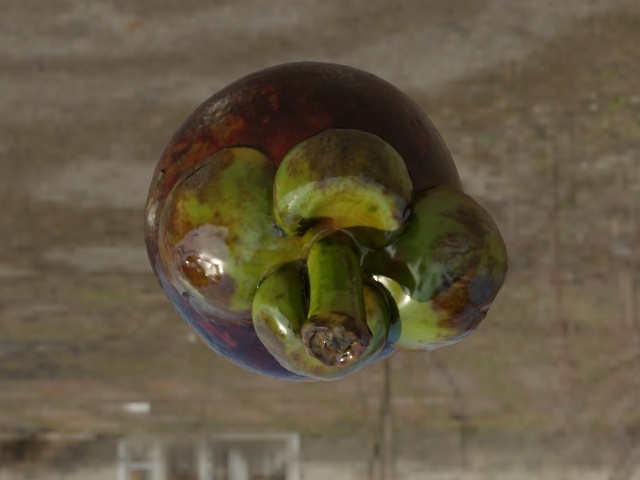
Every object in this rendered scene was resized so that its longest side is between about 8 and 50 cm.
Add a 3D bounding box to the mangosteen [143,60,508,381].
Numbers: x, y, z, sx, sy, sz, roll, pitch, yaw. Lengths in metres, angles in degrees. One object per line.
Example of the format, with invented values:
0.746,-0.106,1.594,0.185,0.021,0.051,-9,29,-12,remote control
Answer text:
-0.003,-0.011,0.834,0.156,0.145,0.181,-14,177,-1,mangosteen
